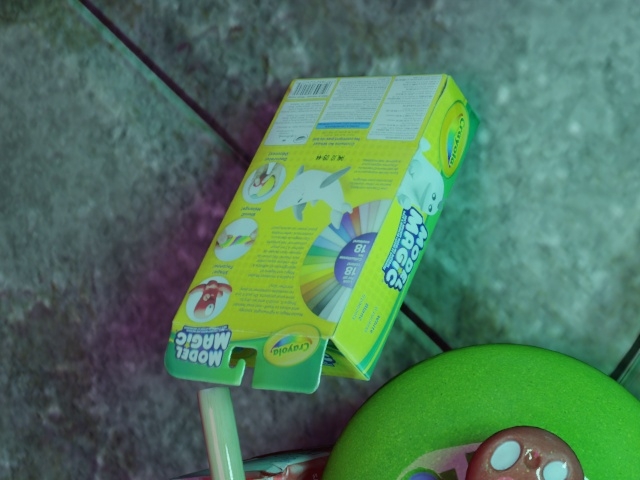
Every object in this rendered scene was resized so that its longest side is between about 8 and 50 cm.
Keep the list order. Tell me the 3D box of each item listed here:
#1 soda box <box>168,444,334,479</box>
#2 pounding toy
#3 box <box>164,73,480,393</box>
[{"bbox_3d":[-0.001,0.242,0.872,0.083,0.092,0.263,-12,86,39],"label":"soda box"},{"bbox_3d":[0.050,0.141,0.750,0.236,0.110,0.183,-7,87,11],"label":"pounding toy"},{"bbox_3d":[0.000,0.000,0.820,0.105,0.043,0.179,3,55,40],"label":"box"}]
